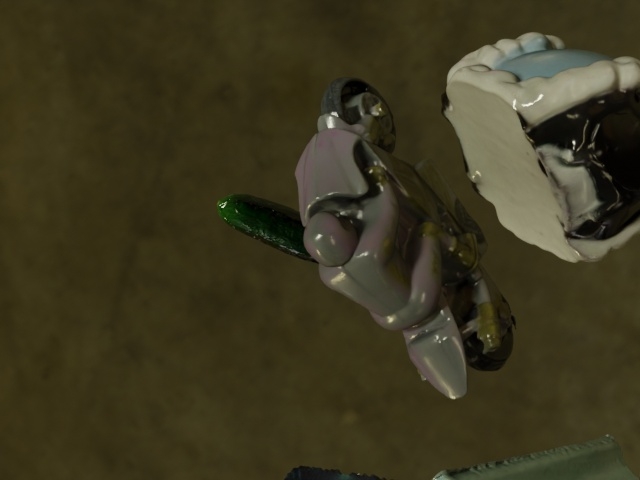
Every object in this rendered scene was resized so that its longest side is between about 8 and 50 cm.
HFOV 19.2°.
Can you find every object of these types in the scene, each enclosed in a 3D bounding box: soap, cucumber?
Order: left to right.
[{"bbox_3d":[0.000,0.000,1.394,0.033,0.184,0.036,0,75,52],"label":"cucumber"},{"bbox_3d":[0.152,0.236,1.439,0.094,0.261,0.150,51,122,26],"label":"soap"}]

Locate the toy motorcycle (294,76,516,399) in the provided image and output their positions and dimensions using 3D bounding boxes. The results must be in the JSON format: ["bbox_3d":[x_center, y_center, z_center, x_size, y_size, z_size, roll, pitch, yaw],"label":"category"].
[{"bbox_3d":[0.046,0.001,1.244,0.073,0.152,0.225,-29,91,35],"label":"toy motorcycle"}]

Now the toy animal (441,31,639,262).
[{"bbox_3d":[0.225,-0.102,1.751,0.204,0.156,0.208,28,150,51],"label":"toy animal"}]

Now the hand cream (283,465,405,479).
[{"bbox_3d":[-0.006,0.231,0.855,0.120,0.270,0.061,2,149,34],"label":"hand cream"}]
